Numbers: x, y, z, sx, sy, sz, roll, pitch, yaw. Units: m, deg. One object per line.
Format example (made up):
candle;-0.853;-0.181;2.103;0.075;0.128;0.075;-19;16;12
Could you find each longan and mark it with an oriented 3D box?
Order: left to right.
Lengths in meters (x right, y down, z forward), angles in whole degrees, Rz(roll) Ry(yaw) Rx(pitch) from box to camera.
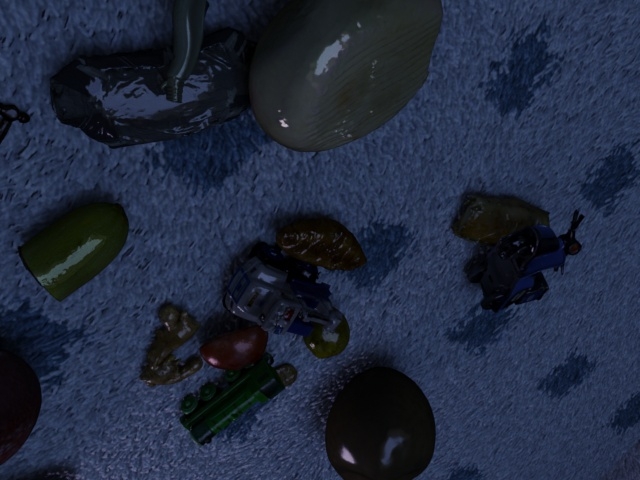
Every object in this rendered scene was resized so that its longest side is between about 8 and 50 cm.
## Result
longan;0.144;0.473;1.671;0.288;0.288;0.350;-16;138;-18

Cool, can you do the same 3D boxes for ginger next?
ginger;-0.307;0.231;1.397;0.176;0.052;0.193;-42;132;-4

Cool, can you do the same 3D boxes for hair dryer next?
hair dryer;-0.130;-0.382;1.028;0.295;0.119;0.299;-21;119;-32

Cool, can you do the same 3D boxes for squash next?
squash;-0.407;0.003;1.151;0.186;0.123;0.123;-39;131;-5

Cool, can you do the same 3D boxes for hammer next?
hammer;-0.522;-0.138;1.057;0.065;0.021;0.178;25;109;-37

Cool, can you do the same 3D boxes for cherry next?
cherry;-0.609;0.299;1.174;0.212;0.285;0.236;30;91;-2

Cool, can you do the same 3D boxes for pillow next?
pillow;-0.253;-0.240;1.081;0.334;0.092;0.162;-17;124;-18

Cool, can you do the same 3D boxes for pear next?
pear;0.014;0.205;1.518;0.107;0.107;0.131;-11;133;-22

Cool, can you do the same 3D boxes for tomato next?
tomato;-0.173;0.233;1.415;0.155;0.069;0.156;-19;163;-6

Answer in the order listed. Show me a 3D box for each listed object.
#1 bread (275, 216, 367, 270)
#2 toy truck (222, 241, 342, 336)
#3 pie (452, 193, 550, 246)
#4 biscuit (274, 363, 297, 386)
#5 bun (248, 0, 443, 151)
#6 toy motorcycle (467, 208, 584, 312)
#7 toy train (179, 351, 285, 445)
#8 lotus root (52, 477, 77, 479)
bread;0.000;0.000;1.390;0.233;0.076;0.105;16;118;-38
toy truck;-0.077;0.122;1.366;0.213;0.177;0.161;19;112;-37
pie;0.432;-0.040;1.602;0.282;0.068;0.129;10;122;-29
biscuit;-0.121;0.336;1.590;0.147;0.018;0.071;-25;128;-12
bun;0.032;-0.310;1.104;0.361;0.213;0.361;-36;157;-18
toy motorcycle;0.476;0.054;1.583;0.212;0.125;0.359;-15;155;-10
toy train;-0.197;0.348;1.493;0.251;0.119;0.085;-39;132;-1
lotus root;-0.658;0.608;1.388;0.349;0.175;0.175;-15;127;-15
